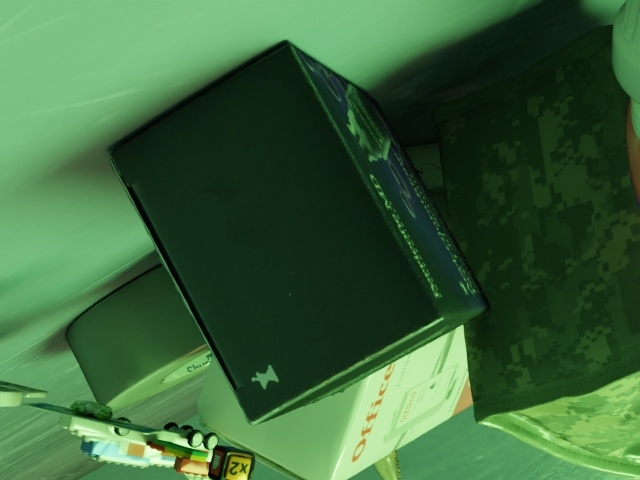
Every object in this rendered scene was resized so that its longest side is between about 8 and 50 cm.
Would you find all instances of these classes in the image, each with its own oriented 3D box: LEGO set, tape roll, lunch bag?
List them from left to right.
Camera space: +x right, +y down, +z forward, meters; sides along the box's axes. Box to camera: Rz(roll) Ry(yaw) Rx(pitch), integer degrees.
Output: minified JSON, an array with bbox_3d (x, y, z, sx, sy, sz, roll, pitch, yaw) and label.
[{"bbox_3d":[-0.159,0.128,0.814,0.244,0.060,0.182,12,174,4],"label":"LEGO set"},{"bbox_3d":[-0.098,0.062,1.054,0.219,0.072,0.219,-27,173,-4],"label":"tape roll"},{"bbox_3d":[0.220,0.031,0.862,0.169,0.235,0.287,-25,146,33],"label":"lunch bag"}]

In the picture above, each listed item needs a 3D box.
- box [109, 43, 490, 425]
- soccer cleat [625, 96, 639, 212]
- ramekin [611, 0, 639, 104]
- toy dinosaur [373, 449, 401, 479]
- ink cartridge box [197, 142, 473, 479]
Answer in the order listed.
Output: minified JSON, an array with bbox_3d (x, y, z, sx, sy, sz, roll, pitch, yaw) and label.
[{"bbox_3d":[0.000,0.000,0.681,0.108,0.153,0.207,-30,173,11],"label":"box"},{"bbox_3d":[0.227,-0.087,0.731,0.109,0.116,0.318,8,-149,15],"label":"soccer cleat"},{"bbox_3d":[0.240,-0.124,0.569,0.207,0.207,0.109,-23,127,-33],"label":"ramekin"},{"bbox_3d":[0.028,0.101,1.226,0.200,0.295,0.127,-29,144,-18],"label":"toy dinosaur"},{"bbox_3d":[0.051,0.046,0.963,0.283,0.117,0.207,-15,126,-61],"label":"ink cartridge box"}]
